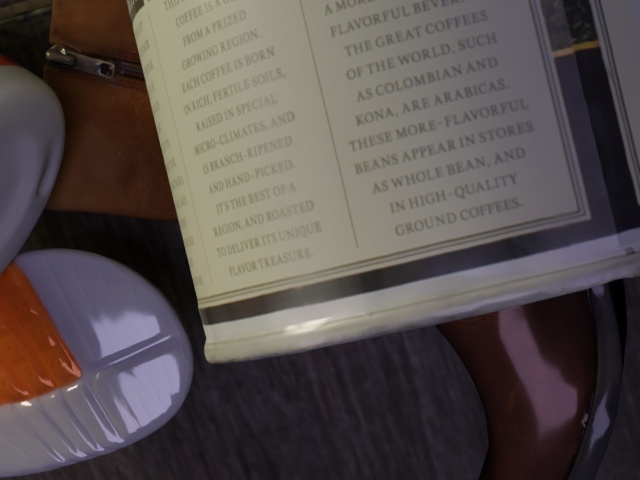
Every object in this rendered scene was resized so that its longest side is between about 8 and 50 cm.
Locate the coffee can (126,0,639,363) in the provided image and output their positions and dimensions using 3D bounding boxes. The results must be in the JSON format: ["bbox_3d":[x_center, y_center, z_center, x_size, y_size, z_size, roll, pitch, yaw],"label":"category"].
[{"bbox_3d":[0.027,-0.115,0.468,0.201,0.201,0.275,-13,89,16],"label":"coffee can"}]

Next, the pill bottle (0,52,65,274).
[{"bbox_3d":[-0.233,-0.067,0.615,0.221,0.124,0.124,32,116,15],"label":"pill bottle"}]

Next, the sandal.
[{"bbox_3d":[-0.172,0.071,0.706,0.265,0.076,0.102,-20,91,23],"label":"sandal"}]

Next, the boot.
[{"bbox_3d":[0.000,0.000,0.629,0.280,0.096,0.264,9,115,8],"label":"boot"}]
